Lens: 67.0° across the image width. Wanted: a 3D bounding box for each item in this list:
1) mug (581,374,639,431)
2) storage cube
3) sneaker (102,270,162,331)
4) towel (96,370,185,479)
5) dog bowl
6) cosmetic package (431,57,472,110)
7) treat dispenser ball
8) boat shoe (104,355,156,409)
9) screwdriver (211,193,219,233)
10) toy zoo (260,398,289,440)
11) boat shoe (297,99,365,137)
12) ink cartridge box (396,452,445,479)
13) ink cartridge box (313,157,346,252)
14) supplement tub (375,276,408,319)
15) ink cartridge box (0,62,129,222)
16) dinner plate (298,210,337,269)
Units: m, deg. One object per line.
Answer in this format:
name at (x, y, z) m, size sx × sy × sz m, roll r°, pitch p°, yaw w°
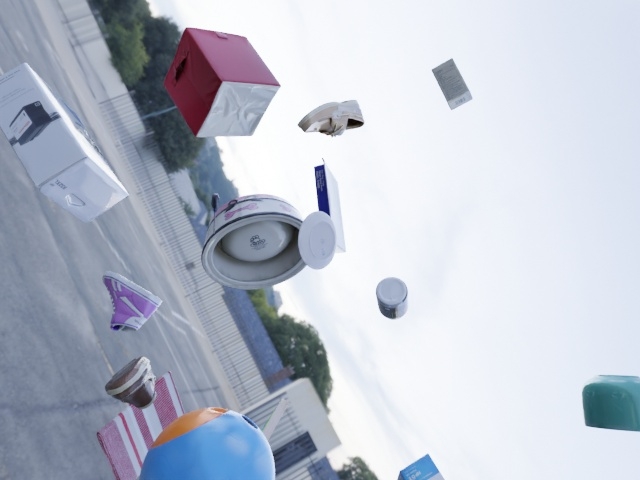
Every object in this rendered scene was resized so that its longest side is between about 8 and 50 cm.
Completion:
mug at (0.578, 0.309, 0.927) m, size 0.130 × 0.158 × 0.097 m, roll -13°, pitch -112°, yaw 43°
storage cube at (-0.249, -0.395, 1.232) m, size 0.193 × 0.215 × 0.183 m, roll 57°, pitch -49°, yaw 19°
sneaker at (-0.669, 0.206, 1.602) m, size 0.282 × 0.161 × 0.102 m, roll 19°, pitch -21°, yaw 36°
towel at (-0.598, 0.637, 1.653) m, size 0.037 × 0.329 × 0.236 m, roll -1°, pitch -69°, yaw 26°
dog bowl at (-0.230, -0.001, 1.757) m, size 0.407 × 0.409 × 0.150 m, roll 80°, pitch -6°, yaw -50°
cosmetic package at (0.323, -0.384, 1.189) m, size 0.041 × 0.060 × 0.115 m, roll 33°, pitch 38°, yaw -56°
treat dispenser ball at (-0.244, 0.518, 1.061) m, size 0.288 × 0.288 × 0.288 m, roll 58°, pitch -15°, yaw 24°
boat shoe at (-0.379, 0.303, 1.012) m, size 0.095 × 0.095 × 0.257 m, roll 53°, pitch -19°, yaw -4°
screwdriver at (-0.330, -0.082, 1.515) m, size 0.169 × 0.024 × 0.025 m, roll 106°, pitch -5°, yaw -50°
toy zoo at (-0.208, 0.666, 1.571) m, size 0.030 × 0.192 × 0.293 m, roll 33°, pitch -61°, yaw 5°
boat shoe at (0.029, -0.231, 0.940) m, size 0.063 × 0.170 × 0.059 m, roll -35°, pitch -96°, yaw 49°
ink cartridge box at (0.160, 0.373, 0.669) m, size 0.122 × 0.052 × 0.088 m, roll 54°, pitch -18°, yaw 34°
ink cartridge box at (0.021, -0.086, 1.318) m, size 0.224 × 0.046 × 0.223 m, roll 44°, pitch 39°, yaw -74°
supplement tub at (0.268, 0.221, 1.798) m, size 0.117 × 0.117 × 0.190 m, roll 56°, pitch -8°, yaw 30°
ink cartridge box at (-0.620, -0.223, 1.144) m, size 0.307 × 0.129 × 0.223 m, roll 52°, pitch -9°, yaw 16°
dinner plate at (0.000, 0.000, 1.150) m, size 0.017 × 0.141 × 0.141 m, roll 3°, pitch -57°, yaw 41°
